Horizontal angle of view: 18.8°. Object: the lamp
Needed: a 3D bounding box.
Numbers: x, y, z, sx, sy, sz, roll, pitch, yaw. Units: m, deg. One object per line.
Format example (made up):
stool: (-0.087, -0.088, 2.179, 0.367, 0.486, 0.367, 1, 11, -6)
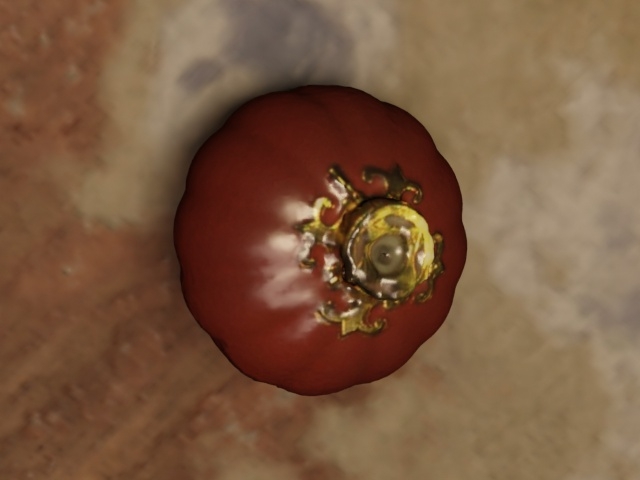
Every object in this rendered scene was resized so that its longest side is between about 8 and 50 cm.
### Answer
lamp: (0.000, 0.000, 0.623, 0.101, 0.090, 0.101, -3, 95, -29)
